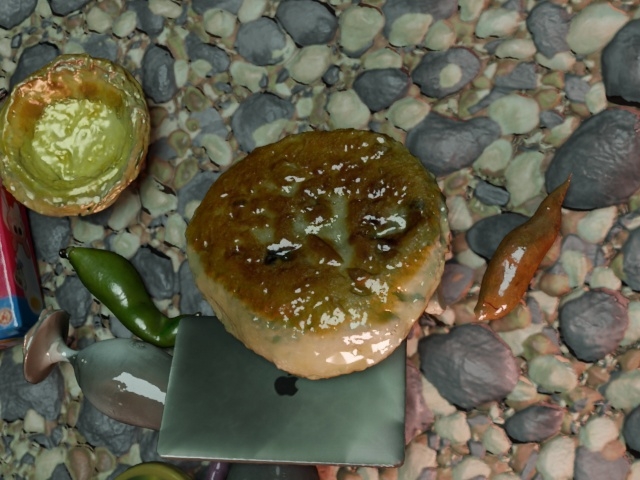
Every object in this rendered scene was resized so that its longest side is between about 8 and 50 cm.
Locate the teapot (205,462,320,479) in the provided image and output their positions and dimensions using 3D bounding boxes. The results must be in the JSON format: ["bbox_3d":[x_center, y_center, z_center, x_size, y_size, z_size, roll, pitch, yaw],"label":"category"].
[{"bbox_3d":[-0.058,0.271,1.315,0.116,0.148,0.146,10,65,-20],"label":"teapot"}]

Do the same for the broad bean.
[{"bbox_3d":[-0.237,0.064,1.417,0.213,0.048,0.070,33,82,14],"label":"broad bean"}]

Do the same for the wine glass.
[{"bbox_3d":[-0.234,0.158,1.370,0.222,0.103,0.103,19,85,13],"label":"wine glass"}]

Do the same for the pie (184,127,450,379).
[{"bbox_3d":[0.000,0.000,1.317,0.315,0.092,0.315,-7,62,14],"label":"pie"}]

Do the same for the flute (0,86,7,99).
[{"bbox_3d":[-0.520,-0.120,1.545,0.269,0.014,0.014,-36,73,6],"label":"flute"}]

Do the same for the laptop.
[{"bbox_3d":[-0.038,0.165,1.301,0.269,0.015,0.187,1,52,4],"label":"laptop"}]

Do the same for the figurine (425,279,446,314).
[{"bbox_3d":[0.111,0.050,1.333,0.050,0.047,0.083,-20,67,26],"label":"figurine"}]

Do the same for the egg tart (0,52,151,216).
[{"bbox_3d":[-0.301,-0.127,1.446,0.213,0.090,0.212,-3,76,11],"label":"egg tart"}]

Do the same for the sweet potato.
[{"bbox_3d":[0.230,0.008,1.304,0.056,0.056,0.195,34,87,18],"label":"sweet potato"}]

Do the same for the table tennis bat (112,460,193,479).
[{"bbox_3d":[-0.199,0.412,1.325,0.198,0.050,0.321,7,87,37],"label":"table tennis bat"}]

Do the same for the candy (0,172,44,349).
[{"bbox_3d":[-0.452,-0.008,1.456,0.157,0.100,0.306,-16,77,8],"label":"candy"}]
